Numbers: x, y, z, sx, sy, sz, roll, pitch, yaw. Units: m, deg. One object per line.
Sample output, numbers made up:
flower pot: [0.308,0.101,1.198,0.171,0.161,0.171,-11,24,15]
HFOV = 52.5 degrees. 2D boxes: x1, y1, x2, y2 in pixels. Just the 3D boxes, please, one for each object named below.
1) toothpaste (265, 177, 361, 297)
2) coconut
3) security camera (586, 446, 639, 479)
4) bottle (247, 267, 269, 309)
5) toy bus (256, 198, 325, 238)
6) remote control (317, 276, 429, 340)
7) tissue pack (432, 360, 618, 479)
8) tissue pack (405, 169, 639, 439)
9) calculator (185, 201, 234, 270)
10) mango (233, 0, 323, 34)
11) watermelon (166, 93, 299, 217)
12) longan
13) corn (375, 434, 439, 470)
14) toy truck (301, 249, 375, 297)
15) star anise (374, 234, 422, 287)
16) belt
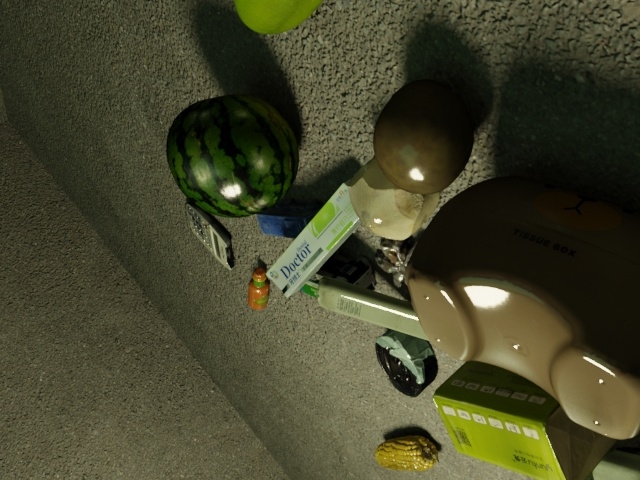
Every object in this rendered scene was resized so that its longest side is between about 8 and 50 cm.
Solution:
toothpaste: [0.000,0.000,1.457,0.081,0.067,0.336,48,126,8]
coconut: [0.130,-0.082,1.204,0.161,0.162,0.161,36,147,29]
security camera: [0.535,0.416,1.192,0.301,0.157,0.080,156,113,-67]
bottle: [-0.196,0.148,2.053,0.069,0.069,0.187,41,150,21]
toy bus: [-0.061,-0.046,1.605,0.236,0.094,0.079,8,129,53]
remote control: [0.137,0.158,1.470,0.309,0.038,0.090,16,133,12]
tissue pack: [0.390,0.318,1.221,0.274,0.200,0.167,-2,118,58]
tissue pack: [0.343,0.072,0.948,0.387,0.277,0.267,26,151,36]
calculator: [-0.374,-0.022,2.162,0.268,0.040,0.177,39,148,27]
mango: [-0.071,-0.462,1.090,0.192,0.156,0.343,56,153,-3]
watermelon: [-0.189,-0.189,1.435,0.285,0.285,0.285,37,148,28]
longan: [0.164,-0.174,1.070,0.204,0.159,0.185,-113,26,-58]
corn: [0.244,0.618,1.889,0.101,0.101,0.310,53,153,0]
toy truck: [0.020,0.085,1.616,0.253,0.114,0.124,20,141,42]
star anise: [0.189,0.056,1.378,0.204,0.061,0.181,29,144,36]
belt: [0.210,0.294,1.596,0.151,0.078,0.198,22,138,47]
